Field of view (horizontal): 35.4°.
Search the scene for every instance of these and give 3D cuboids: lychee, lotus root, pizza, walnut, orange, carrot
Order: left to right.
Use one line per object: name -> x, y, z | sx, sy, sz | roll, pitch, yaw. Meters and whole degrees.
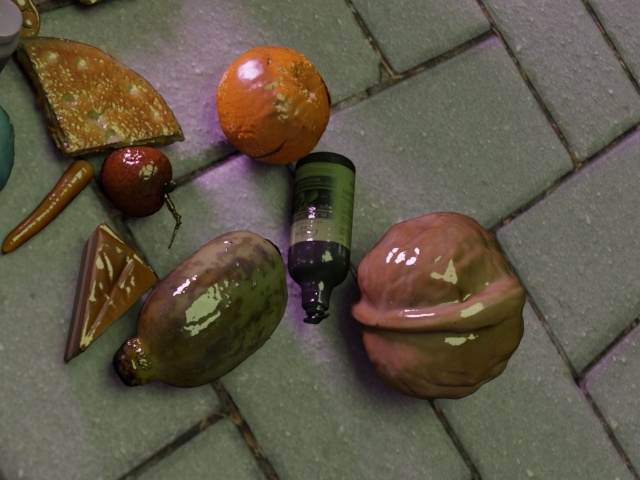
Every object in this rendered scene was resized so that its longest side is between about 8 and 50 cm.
carrot -> -0.381, -0.046, 1.408 | 0.037, 0.037, 0.190 | 43, 55, -12
pizza -> -0.339, -0.192, 1.483 | 0.292, 0.058, 0.197 | 27, 56, -21
lychee -> -0.256, -0.077, 1.465 | 0.140, 0.101, 0.114 | 30, 92, -14
lotus root -> -0.160, 0.107, 1.427 | 0.173, 0.173, 0.309 | 51, 54, -6
orange -> -0.079, -0.215, 1.606 | 0.193, 0.161, 0.193 | 26, 51, -36
walnut -> 0.185, 0.106, 1.588 | 0.285, 0.285, 0.296 | -11, 99, -37

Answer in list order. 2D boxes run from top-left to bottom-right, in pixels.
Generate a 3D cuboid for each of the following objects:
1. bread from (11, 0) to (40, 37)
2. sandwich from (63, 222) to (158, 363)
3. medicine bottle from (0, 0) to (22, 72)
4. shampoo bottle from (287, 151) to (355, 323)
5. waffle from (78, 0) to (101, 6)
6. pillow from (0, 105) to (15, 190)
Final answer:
bread -> -0.465, -0.332, 1.475 | 0.110, 0.024, 0.110 | 13, 65, -28
sandwich -> -0.321, 0.072, 1.374 | 0.113, 0.079, 0.163 | 47, 54, -7
medicine bottle -> -0.461, -0.275, 1.381 | 0.079, 0.140, 0.079 | 13, 64, -30
shampoo bottle -> 0.000, 0.000, 1.606 | 0.101, 0.101, 0.284 | 18, 62, -27
waffle -> -0.392, -0.506, 1.569 | 0.325, 0.068, 0.302 | 1, 69, -30
pillow -> -0.515, -0.144, 1.329 | 0.233, 0.086, 0.214 | 35, 50, -20
